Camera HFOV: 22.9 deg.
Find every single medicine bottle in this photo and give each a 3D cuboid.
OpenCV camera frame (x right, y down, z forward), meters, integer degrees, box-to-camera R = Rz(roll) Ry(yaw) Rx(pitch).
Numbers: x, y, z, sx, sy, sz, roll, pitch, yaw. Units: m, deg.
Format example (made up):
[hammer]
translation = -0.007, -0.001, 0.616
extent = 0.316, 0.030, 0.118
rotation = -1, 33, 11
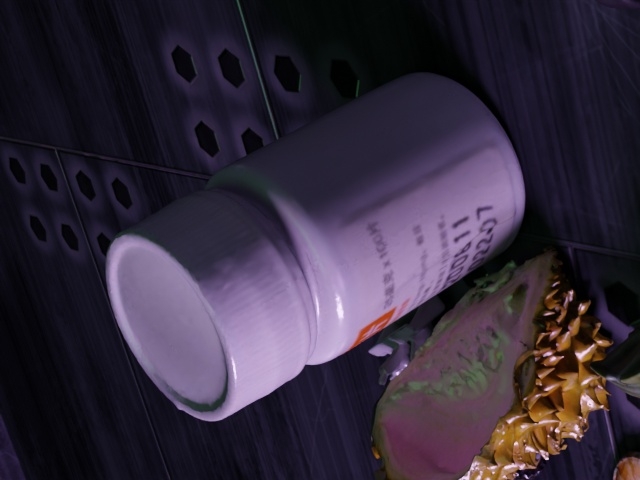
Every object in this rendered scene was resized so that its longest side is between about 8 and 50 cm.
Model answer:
[medicine bottle]
translation = 0.000, 0.000, 1.493
extent = 0.211, 0.371, 0.211
rotation = 36, 142, 35

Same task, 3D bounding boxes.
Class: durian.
[durian]
translation = 0.152, 0.178, 1.522
extent = 0.305, 0.196, 0.185
rotation = -39, 100, 24

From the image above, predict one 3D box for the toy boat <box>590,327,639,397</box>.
[toy boat]
translation = 0.303, 0.092, 1.344
extent = 0.055, 0.093, 0.293
rotation = 51, 168, 6

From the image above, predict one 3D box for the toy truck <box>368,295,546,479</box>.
[toy truck]
translation = 0.137, 0.186, 1.702
extent = 0.286, 0.111, 0.136
rotation = 59, 150, 6

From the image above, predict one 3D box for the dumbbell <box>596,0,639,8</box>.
[dumbbell]
translation = 0.287, -0.221, 1.167
extent = 0.191, 0.100, 0.100
rotation = 11, 124, 52

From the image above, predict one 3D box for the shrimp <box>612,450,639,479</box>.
[shrimp]
translation = 0.354, 0.300, 1.553
extent = 0.195, 0.035, 0.148
rotation = 48, 145, 32
